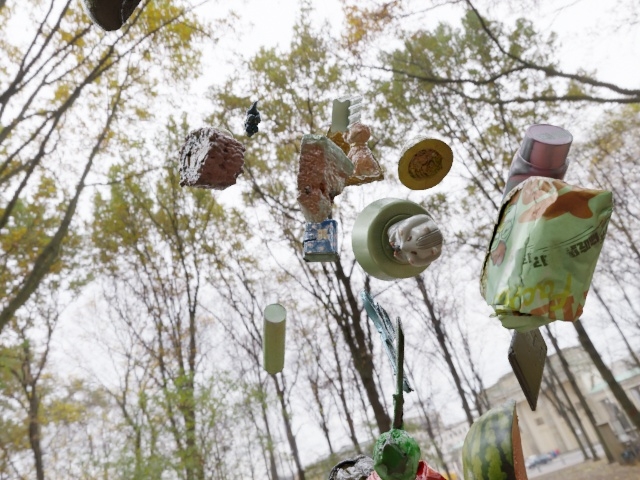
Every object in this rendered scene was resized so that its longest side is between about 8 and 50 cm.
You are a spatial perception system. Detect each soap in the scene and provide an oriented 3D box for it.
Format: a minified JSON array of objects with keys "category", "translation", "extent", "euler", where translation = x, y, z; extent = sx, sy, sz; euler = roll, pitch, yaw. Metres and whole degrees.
[{"category":"soap","translation":[0.096,-0.450,1.787],"extent":[0.066,0.198,0.119],"euler":[10,-68,15]}]

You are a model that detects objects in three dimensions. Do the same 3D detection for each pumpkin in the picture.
[{"category":"pumpkin","translation":[0.372,-0.302,1.863],"extent":[0.217,0.110,0.217],"euler":[-10,-43,-10]}]

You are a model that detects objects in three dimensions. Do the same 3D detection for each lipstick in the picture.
[{"category":"lipstick","translation":[-0.140,0.306,1.536],"extent":[0.076,0.076,0.304],"euler":[-10,-42,-15]}]

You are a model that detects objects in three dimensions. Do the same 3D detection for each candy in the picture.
[{"category":"candy","translation":[0.157,0.313,1.012],"extent":[0.097,0.324,0.097],"euler":[4,-17,1]}]

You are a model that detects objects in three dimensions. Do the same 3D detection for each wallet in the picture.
[{"category":"wallet","translation":[0.000,0.000,1.923],"extent":[0.141,0.202,0.059],"euler":[-3,-49,4]}]

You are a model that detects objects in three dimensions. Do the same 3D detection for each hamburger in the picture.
[{"category":"hamburger","translation":[0.293,0.019,0.703],"extent":[0.235,0.125,0.214],"euler":[-77,13,-83]}]

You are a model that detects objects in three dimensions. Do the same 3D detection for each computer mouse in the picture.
[{"category":"computer mouse","translation":[-0.496,-0.649,1.217],"extent":[0.269,0.170,0.100],"euler":[-48,-15,12]}]

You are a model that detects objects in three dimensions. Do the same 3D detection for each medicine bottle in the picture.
[{"category":"medicine bottle","translation":[0.400,-0.115,0.939],"extent":[0.119,0.094,0.188],"euler":[-49,-30,-42]}]

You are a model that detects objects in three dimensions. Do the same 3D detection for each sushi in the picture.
[{"category":"sushi","translation":[-0.371,-0.285,1.746],"extent":[0.170,0.237,0.270],"euler":[12,-5,-35]}]

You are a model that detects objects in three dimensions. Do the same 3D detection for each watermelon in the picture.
[{"category":"watermelon","translation":[0.427,0.534,1.165],"extent":[0.159,0.304,0.128],"euler":[-3,-13,-7]},{"category":"watermelon","translation":[-0.004,-0.149,1.269],"extent":[0.094,0.241,0.154],"euler":[-7,-35,33]}]

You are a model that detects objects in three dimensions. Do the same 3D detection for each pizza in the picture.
[{"category":"pizza","translation":[0.100,-0.314,2.047],"extent":[0.223,0.323,0.089],"euler":[-43,-8,-12]}]

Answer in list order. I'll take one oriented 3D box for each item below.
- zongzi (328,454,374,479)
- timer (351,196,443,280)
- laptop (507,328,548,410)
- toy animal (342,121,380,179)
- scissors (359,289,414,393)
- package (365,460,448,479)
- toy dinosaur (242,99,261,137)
[{"category":"zongzi","translation":[0.028,0.852,1.414],"extent":[0.432,0.404,0.208],"euler":[-21,18,-17]},{"category":"timer","translation":[0.278,-0.002,1.605],"extent":[0.290,0.291,0.315],"euler":[-10,3,-14]},{"category":"laptop","translation":[0.389,0.208,0.942],"extent":[0.016,0.129,0.180],"euler":[-18,17,38]},{"category":"toy animal","translation":[0.147,-0.297,1.647],"extent":[0.104,0.185,0.183],"euler":[5,2,-29]},{"category":"scissors","translation":[0.189,0.281,1.423],"extent":[0.032,0.393,0.180],"euler":[-35,-59,11]},{"category":"package","translation":[0.281,0.640,1.066],"extent":[0.196,0.423,0.123],"euler":[-55,-9,14]},{"category":"toy dinosaur","translation":[-0.151,-0.267,1.110],"extent":[0.030,0.047,0.083],"euler":[2,-42,-22]}]
